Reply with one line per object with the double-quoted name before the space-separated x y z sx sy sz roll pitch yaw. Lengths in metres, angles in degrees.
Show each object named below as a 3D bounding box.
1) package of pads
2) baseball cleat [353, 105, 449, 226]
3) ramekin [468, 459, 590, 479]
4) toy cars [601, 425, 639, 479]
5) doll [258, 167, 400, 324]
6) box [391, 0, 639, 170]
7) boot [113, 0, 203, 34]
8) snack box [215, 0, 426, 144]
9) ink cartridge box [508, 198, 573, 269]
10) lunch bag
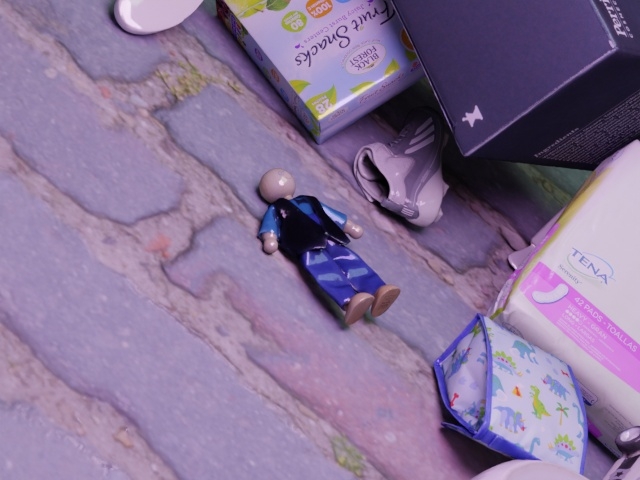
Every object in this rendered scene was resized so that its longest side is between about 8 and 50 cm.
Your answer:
"package of pads" 0.334 0.058 1.715 0.229 0.101 0.296 41 62 4
"baseball cleat" 0.092 -0.101 1.793 0.109 0.072 0.206 22 32 -17
"ramekin" 0.190 0.308 1.338 0.273 0.127 0.273 28 34 -21
"toy cars" 0.393 0.271 1.577 0.394 0.087 0.176 14 71 -41
"doll" 0.000 0.000 1.588 0.129 0.046 0.189 -15 55 -43
"box" 0.282 -0.254 1.762 0.395 0.212 0.293 1 60 -51
"boot" -0.164 -0.275 1.741 0.190 0.086 0.069 -38 103 -32
"snack box" 0.009 -0.239 1.782 0.174 0.070 0.207 -34 73 -13
"ink cartridge box" 0.395 0.022 1.922 0.207 0.119 0.353 50 33 12
"lunch bag" 0.189 0.166 1.544 0.129 0.096 0.151 28 24 -22
